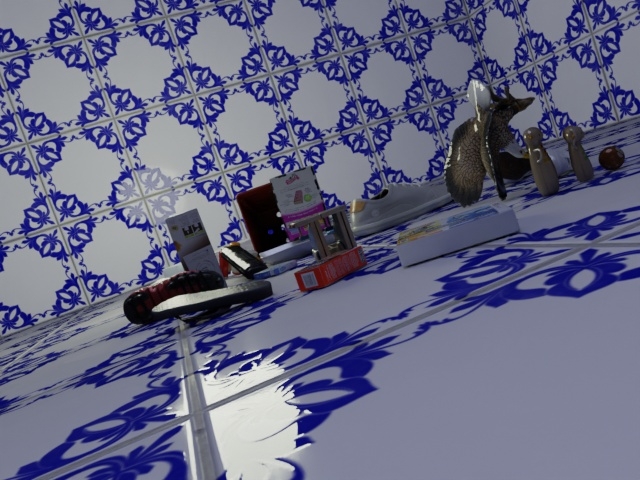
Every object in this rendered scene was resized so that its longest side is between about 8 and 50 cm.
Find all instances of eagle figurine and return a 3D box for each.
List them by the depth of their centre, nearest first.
[{"bbox_3d":[0.445,-0.252,1.504,0.225,0.298,0.226,28,-10,32],"label":"eagle figurine"}]

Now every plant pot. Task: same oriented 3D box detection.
[{"bbox_3d":[-0.145,-0.071,2.177,0.267,0.267,0.236,-20,-7,-5],"label":"plant pot"}]

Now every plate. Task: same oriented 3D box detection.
[{"bbox_3d":[-0.066,0.023,1.906,0.278,0.045,0.277,-20,3,-7],"label":"plate"}]

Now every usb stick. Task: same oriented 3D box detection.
[{"bbox_3d":[-0.236,0.064,1.746,0.077,0.045,0.278,-13,16,-23],"label":"usb stick"}]

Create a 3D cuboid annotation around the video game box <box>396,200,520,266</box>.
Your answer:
[{"bbox_3d":[0.243,-0.016,1.041,0.205,0.048,0.187,-18,2,11],"label":"video game box"}]

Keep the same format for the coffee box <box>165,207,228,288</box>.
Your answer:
[{"bbox_3d":[-0.361,0.039,1.663,0.098,0.246,0.141,-21,4,-11],"label":"coffee box"}]

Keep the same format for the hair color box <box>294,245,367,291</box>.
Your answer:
[{"bbox_3d":[0.022,0.055,1.133,0.072,0.043,0.141,-17,4,41],"label":"hair color box"}]

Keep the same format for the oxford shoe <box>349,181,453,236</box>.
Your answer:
[{"bbox_3d":[0.278,-0.135,1.859,0.450,0.130,0.169,-20,3,-30],"label":"oxford shoe"}]

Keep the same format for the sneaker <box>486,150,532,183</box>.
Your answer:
[{"bbox_3d":[0.586,-0.221,1.837,0.290,0.105,0.123,-11,-10,-43],"label":"sneaker"}]

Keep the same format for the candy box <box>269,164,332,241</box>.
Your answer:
[{"bbox_3d":[-0.067,-0.130,2.008,0.159,0.233,0.071,-17,3,4],"label":"candy box"}]

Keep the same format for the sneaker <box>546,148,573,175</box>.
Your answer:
[{"bbox_3d":[0.668,-0.217,1.553,0.094,0.080,0.212,-4,10,27],"label":"sneaker"}]

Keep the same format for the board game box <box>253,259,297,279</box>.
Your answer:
[{"bbox_3d":[-0.125,0.082,1.594,0.090,0.020,0.090,-16,6,44],"label":"board game box"}]

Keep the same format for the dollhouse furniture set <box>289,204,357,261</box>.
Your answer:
[{"bbox_3d":[0.000,0.000,1.344,0.129,0.129,0.184,-20,5,-10],"label":"dollhouse furniture set"}]

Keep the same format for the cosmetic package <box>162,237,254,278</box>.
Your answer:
[{"bbox_3d":[-0.430,0.083,2.422,0.285,0.097,0.377,-18,4,41],"label":"cosmetic package"}]

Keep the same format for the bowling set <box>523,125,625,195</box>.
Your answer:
[{"bbox_3d":[0.580,-0.215,1.330,0.200,0.154,0.287,-18,5,18],"label":"bowling set"}]

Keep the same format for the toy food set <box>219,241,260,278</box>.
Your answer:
[{"bbox_3d":[-0.284,0.086,1.959,0.111,0.104,0.232,-9,19,-30],"label":"toy food set"}]

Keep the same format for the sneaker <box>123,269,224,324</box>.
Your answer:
[{"bbox_3d":[-0.373,0.135,1.499,0.276,0.097,0.135,-20,6,11],"label":"sneaker"}]

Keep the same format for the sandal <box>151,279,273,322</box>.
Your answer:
[{"bbox_3d":[-0.224,0.138,1.198,0.255,0.054,0.097,-10,10,-8],"label":"sandal"}]
